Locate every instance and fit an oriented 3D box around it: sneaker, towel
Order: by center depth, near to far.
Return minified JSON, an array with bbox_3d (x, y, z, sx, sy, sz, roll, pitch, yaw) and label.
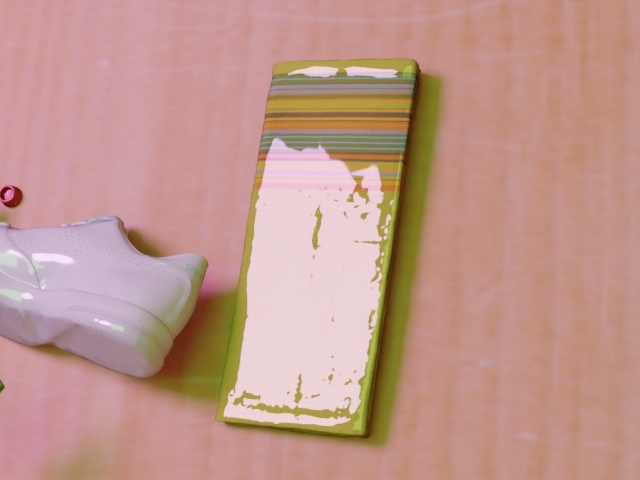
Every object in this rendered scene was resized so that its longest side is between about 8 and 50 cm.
[{"bbox_3d":[0.000,0.000,0.835,0.102,0.021,0.237,2,75,24],"label":"towel"},{"bbox_3d":[-0.166,0.016,0.862,0.212,0.080,0.094,18,59,25],"label":"sneaker"}]

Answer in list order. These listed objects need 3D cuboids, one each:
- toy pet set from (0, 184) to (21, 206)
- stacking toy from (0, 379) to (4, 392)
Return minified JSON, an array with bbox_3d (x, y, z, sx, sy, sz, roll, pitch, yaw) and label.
[{"bbox_3d":[-0.283,-0.056,0.917,0.114,0.065,0.122,-32,66,6],"label":"toy pet set"},{"bbox_3d":[-0.298,0.102,0.856,0.221,0.052,0.167,-46,65,17],"label":"stacking toy"}]
